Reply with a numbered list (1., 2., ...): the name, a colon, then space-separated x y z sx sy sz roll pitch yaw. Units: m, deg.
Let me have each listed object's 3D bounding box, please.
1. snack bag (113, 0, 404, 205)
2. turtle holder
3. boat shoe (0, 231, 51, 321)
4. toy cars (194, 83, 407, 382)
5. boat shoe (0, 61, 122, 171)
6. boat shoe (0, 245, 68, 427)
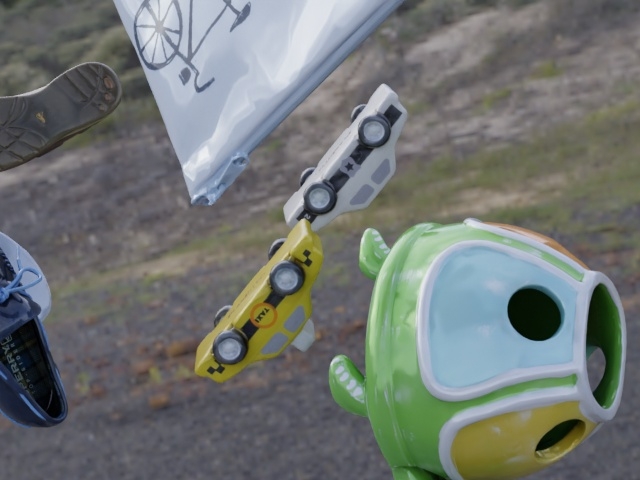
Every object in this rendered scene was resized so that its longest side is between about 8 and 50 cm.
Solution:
1. snack bag: -0.052 -0.244 0.984 0.037 0.342 0.323 -3 -29 -43
2. turtle holder: 0.152 0.127 1.309 0.227 0.243 0.320 -4 39 30
3. boat shoe: -0.405 0.019 1.598 0.080 0.228 0.076 -55 7 -23
4. toy cars: 0.000 0.000 1.499 0.176 0.087 0.393 -35 21 56
5. boat shoe: -0.258 -0.098 1.231 0.178 0.064 0.060 -25 -4 -12
6. boat shoe: -0.321 0.076 1.447 0.089 0.258 0.109 4 38 48
